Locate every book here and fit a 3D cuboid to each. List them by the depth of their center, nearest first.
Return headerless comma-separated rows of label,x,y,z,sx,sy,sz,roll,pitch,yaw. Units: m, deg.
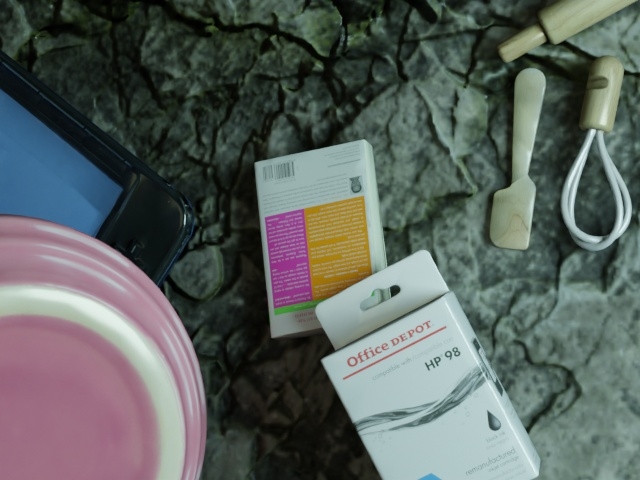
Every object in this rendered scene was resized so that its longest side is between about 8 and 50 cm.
book,0.000,0.000,1.080,0.096,0.035,0.144,-10,76,19

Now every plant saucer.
plant saucer,-0.227,0.148,0.981,0.084,0.332,0.332,11,81,61

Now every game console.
game console,-0.295,-0.004,1.094,0.293,0.173,0.250,38,104,20

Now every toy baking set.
toy baking set,0.223,-0.103,1.029,0.256,0.030,0.196,-24,73,12

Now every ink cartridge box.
ink cartridge box,0.072,0.108,0.997,0.104,0.060,0.180,-29,87,11
